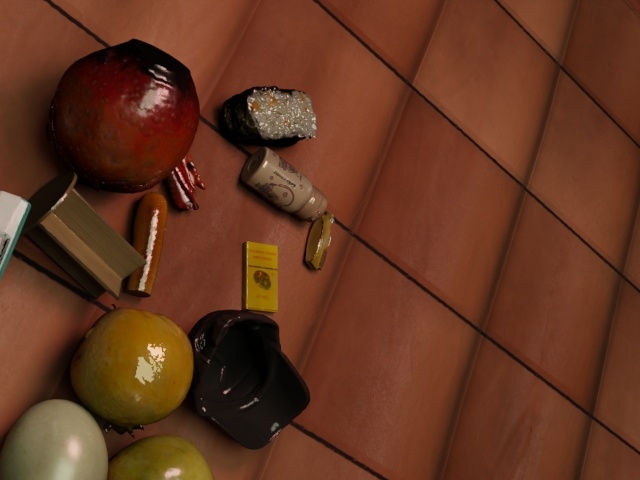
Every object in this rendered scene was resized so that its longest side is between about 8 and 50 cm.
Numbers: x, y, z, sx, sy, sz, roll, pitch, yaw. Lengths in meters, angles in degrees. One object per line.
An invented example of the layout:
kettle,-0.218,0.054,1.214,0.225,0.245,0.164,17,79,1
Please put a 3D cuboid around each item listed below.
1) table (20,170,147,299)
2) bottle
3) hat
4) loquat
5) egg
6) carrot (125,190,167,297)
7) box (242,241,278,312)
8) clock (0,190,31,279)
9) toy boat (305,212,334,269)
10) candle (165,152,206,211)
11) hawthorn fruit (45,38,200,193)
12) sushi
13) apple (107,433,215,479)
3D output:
table,-0.457,0.005,1.752,0.226,0.167,0.167,50,54,-27
bottle,-0.077,-0.124,2.116,0.209,0.097,0.110,36,21,-28
hat,-0.187,0.267,1.910,0.238,0.209,0.336,-41,124,-16
loquat,-0.354,0.246,1.715,0.244,0.244,0.243,11,72,-36
egg,-0.470,0.403,1.607,0.187,0.186,0.253,19,51,-33
carrot,-0.356,0.003,1.880,0.067,0.067,0.225,17,71,-34
box,-0.135,0.084,2.060,0.087,0.023,0.155,11,72,-39
clock,-0.619,0.052,1.556,0.116,0.231,0.262,27,64,-27
toy boat,0.000,0.000,2.173,0.049,0.047,0.149,35,61,-42
candle,-0.328,-0.203,1.959,0.084,0.059,0.301,-27,96,-48
hawthorn fruit,-0.375,-0.246,1.777,0.316,0.316,0.316,11,72,-36
sushi,-0.117,-0.285,2.103,0.225,0.126,0.136,-4,81,-40
apple,-0.306,0.494,1.712,0.261,0.194,0.260,4,83,-36
